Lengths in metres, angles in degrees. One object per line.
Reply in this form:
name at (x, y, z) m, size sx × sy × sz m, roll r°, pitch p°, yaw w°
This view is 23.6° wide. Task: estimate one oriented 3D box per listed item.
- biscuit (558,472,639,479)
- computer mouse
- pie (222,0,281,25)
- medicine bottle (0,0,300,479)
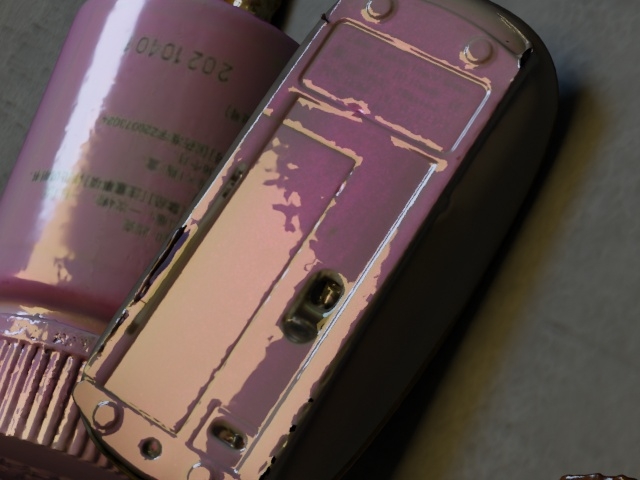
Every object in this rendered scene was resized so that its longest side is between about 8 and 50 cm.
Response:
biscuit at (0.093, 0.180, 0.596) m, size 0.188 × 0.027 × 0.188 m, roll -38°, pitch 34°, yaw 31°
computer mouse at (0.000, 0.000, 0.797) m, size 0.158 × 0.072 × 0.310 m, roll 28°, pitch 78°, yaw 25°
pie at (-0.093, -0.165, 1.203) m, size 0.195 × 0.046 × 0.195 m, roll -39°, pitch 35°, yaw 35°
medicine bottle at (-0.113, 0.010, 0.929) m, size 0.178 × 0.178 × 0.290 m, roll -13°, pitch 54°, yaw 53°
